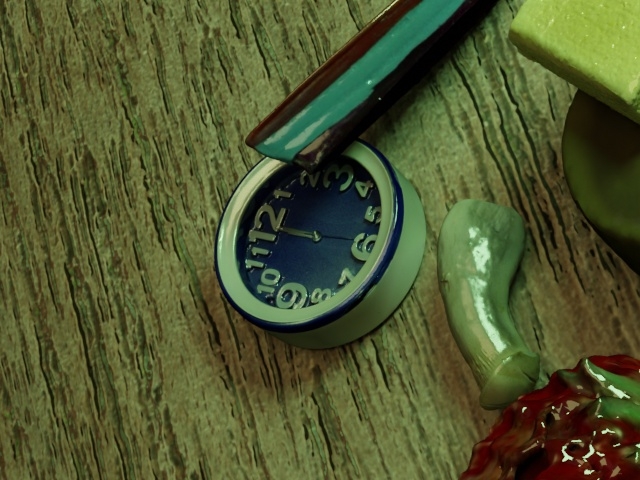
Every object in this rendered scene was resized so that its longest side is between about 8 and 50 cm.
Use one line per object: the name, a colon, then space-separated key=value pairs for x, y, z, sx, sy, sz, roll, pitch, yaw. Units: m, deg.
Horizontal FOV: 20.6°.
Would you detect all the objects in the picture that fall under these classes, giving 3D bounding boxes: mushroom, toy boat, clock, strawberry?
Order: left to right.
clock: x=0.000 y=0.000 z=1.904 sx=0.230 sy=0.083 sz=0.230 roll=-15 pitch=61 yaw=29
toy boat: x=0.081 y=-0.210 z=1.896 sx=0.079 sy=0.136 sz=0.392 roll=42 pitch=73 yaw=11
mushroom: x=0.166 y=0.063 z=1.765 sx=0.081 sy=0.092 sz=0.223 roll=118 pitch=153 yaw=-53
strawberry: x=0.235 y=0.281 z=1.507 sx=0.345 sy=0.295 sz=0.317 roll=-60 pitch=9 yaw=24

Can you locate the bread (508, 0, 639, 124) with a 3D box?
bread: x=0.275 y=-0.198 z=1.646 sx=0.125 sy=0.068 sz=0.188 roll=-52 pitch=45 yaw=0

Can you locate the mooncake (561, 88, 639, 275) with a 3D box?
mooncake: x=0.379 y=-0.087 z=1.656 sx=0.284 sy=0.155 sz=0.284 roll=-15 pitch=59 yaw=27
